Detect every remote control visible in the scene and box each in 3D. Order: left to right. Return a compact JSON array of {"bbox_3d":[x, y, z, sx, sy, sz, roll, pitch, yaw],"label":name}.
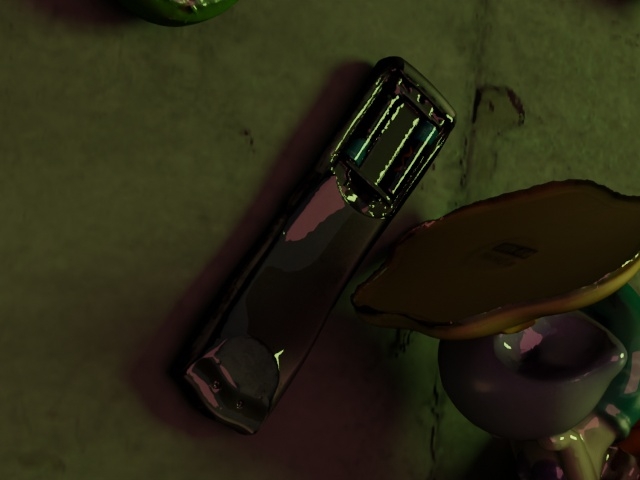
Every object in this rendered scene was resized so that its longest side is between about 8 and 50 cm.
[{"bbox_3d":[0.000,0.000,0.916,0.059,0.028,0.212,43,66,-26],"label":"remote control"}]

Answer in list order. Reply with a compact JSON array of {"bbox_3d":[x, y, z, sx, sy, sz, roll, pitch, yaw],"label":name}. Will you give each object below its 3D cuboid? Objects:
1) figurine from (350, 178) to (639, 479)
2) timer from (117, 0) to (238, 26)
[{"bbox_3d":[0.145,0.109,0.930,0.208,0.181,0.257,-51,126,-56],"label":"figurine"},{"bbox_3d":[-0.068,-0.177,0.866,0.128,0.047,0.140,48,65,-21],"label":"timer"}]
